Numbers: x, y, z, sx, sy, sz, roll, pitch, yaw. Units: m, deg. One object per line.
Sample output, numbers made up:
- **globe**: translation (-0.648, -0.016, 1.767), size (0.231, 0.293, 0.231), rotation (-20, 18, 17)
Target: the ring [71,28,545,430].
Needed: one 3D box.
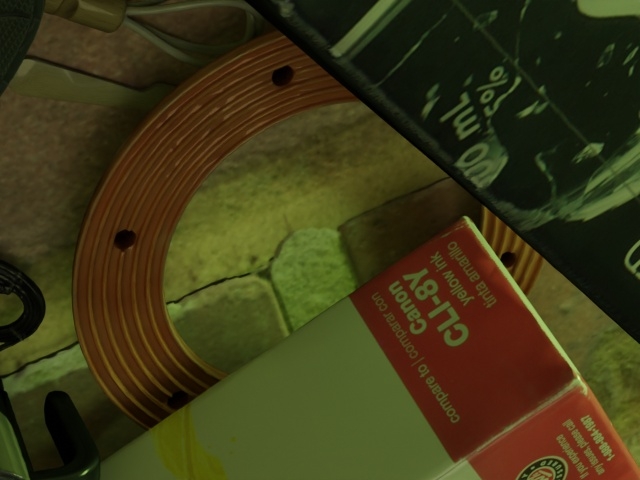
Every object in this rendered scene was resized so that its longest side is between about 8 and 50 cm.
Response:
- **ring**: translation (0.000, 0.000, 1.251), size (0.337, 0.032, 0.336), rotation (-13, 128, -17)

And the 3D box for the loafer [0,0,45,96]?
- **loafer**: translation (-0.260, -0.073, 1.071), size (0.267, 0.084, 0.096), rotation (-47, 134, 13)

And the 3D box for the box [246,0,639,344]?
- **box**: translation (0.170, -0.246, 0.913), size (0.472, 0.297, 0.480), rotation (-47, 143, 5)

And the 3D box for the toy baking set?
- **toy baking set**: translation (-0.131, -0.147, 1.117), size (0.197, 0.030, 0.256), rotation (-16, 125, -12)

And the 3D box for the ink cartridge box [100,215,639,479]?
- **ink cartridge box**: translation (0.012, 0.203, 1.274), size (0.385, 0.160, 0.279), rotation (-34, 143, 2)

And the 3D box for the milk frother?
- **milk frother**: translation (-0.209, 0.103, 1.178), size (0.129, 0.134, 0.143), rotation (-22, 126, -9)
